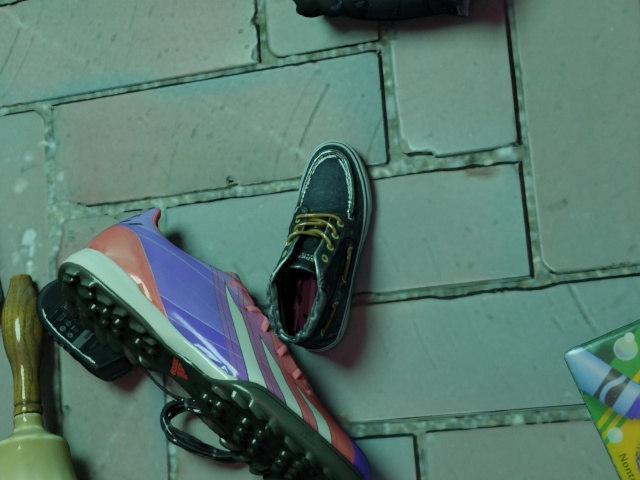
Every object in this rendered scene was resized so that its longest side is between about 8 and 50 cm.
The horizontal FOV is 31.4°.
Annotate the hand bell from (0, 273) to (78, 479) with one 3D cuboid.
[{"bbox_3d":[-0.262,0.143,1.011,0.126,0.126,0.242,-17,65,14],"label":"hand bell"}]

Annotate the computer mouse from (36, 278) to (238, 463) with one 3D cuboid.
[{"bbox_3d":[-0.156,0.116,1.006,0.242,0.041,0.071,39,65,14],"label":"computer mouse"}]

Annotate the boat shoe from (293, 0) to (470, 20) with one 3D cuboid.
[{"bbox_3d":[0.085,-0.346,0.964,0.158,0.127,0.340,12,93,12],"label":"boat shoe"}]

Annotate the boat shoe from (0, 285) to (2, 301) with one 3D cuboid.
[{"bbox_3d":[-0.364,-0.028,1.066,0.070,0.078,0.219,-18,79,13],"label":"boat shoe"}]

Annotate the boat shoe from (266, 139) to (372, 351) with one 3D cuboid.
[{"bbox_3d":[0.000,0.000,0.947,0.065,0.083,0.183,3,83,17],"label":"boat shoe"}]

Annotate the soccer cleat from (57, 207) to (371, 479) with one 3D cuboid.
[{"bbox_3d":[-0.070,0.093,0.949,0.318,0.108,0.116,38,55,11],"label":"soccer cleat"}]

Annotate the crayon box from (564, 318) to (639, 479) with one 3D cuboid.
[{"bbox_3d":[0.367,0.110,0.819,0.323,0.083,0.203,-26,75,11],"label":"crayon box"}]
